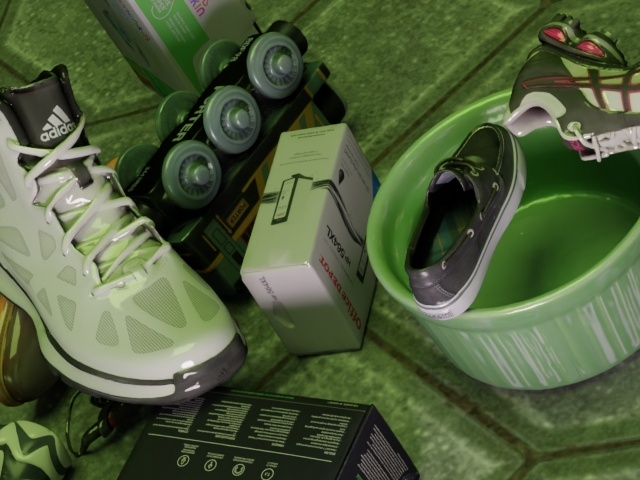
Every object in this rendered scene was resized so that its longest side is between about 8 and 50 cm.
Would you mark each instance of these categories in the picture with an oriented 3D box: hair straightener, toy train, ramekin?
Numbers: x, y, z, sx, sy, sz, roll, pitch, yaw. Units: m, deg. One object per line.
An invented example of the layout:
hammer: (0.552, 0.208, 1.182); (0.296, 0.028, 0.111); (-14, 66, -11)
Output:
hair straightener: (-0.197, 0.149, 1.779); (0.230, 0.047, 0.089); (-44, 41, -7)
toy train: (-0.096, -0.095, 1.837); (0.142, 0.190, 0.334); (0, 47, 49)
ramekin: (0.211, 0.001, 1.574); (0.303, 0.148, 0.303); (-18, 42, 17)

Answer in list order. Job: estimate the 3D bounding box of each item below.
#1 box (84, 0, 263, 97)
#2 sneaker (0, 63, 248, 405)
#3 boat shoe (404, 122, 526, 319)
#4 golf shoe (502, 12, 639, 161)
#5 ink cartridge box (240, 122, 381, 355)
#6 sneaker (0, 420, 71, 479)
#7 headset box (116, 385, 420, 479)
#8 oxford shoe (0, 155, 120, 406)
box: (-0.192, -0.292, 2.040); (0.127, 0.262, 0.231); (-42, 42, -10)
sneaker: (-0.252, -0.020, 1.620); (0.169, 0.258, 0.447); (-30, 40, -27)
boat shoe: (0.128, -0.035, 1.487); (0.080, 0.076, 0.229); (2, 51, 34)
golf shoe: (0.289, -0.114, 1.463); (0.273, 0.105, 0.120); (25, 75, 47)
ink cartridge box: (0.000, 0.000, 1.711); (0.085, 0.148, 0.203); (-7, 47, 25)
sneaker: (-0.401, 0.264, 1.747); (0.235, 0.094, 0.153); (12, 48, 28)
headset box: (-0.080, 0.289, 1.487); (0.246, 0.131, 0.283); (2, 51, 34)
oxford shoe: (-0.254, 0.043, 1.854); (0.132, 0.130, 0.364); (10, 56, 32)
